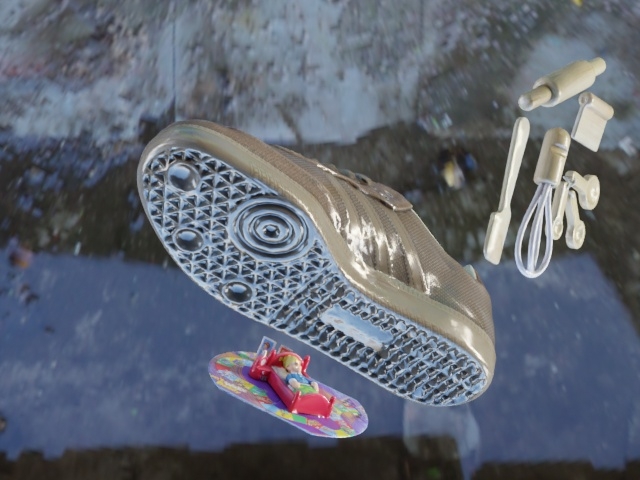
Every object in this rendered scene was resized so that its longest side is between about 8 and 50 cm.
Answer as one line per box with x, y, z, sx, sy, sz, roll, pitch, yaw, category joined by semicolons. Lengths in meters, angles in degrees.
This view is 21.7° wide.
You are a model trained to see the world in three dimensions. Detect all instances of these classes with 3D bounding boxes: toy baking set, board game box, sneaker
0.232;-0.071;1.631;0.030;0.256;0.197;8;108;33;toy baking set
-0.027;0.138;1.653;0.168;0.133;0.033;25;106;13;board game box
0.000;0.000;0.708;0.066;0.071;0.188;-32;123;31;sneaker
